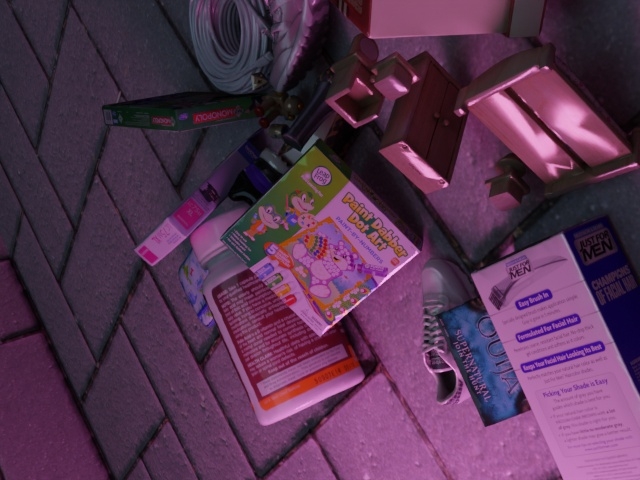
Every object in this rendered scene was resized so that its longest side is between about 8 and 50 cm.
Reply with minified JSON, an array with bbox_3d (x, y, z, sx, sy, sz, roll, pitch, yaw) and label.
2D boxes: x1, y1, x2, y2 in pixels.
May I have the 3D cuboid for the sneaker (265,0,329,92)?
[{"bbox_3d":[-0.048,-0.394,1.380,0.115,0.105,0.281,23,113,16],"label":"sneaker"}]

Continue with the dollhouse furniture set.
[{"bbox_3d":[0.240,-0.213,1.026,0.303,0.174,0.355,37,144,-27],"label":"dollhouse furniture set"}]

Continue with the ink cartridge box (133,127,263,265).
[{"bbox_3d":[-0.228,-0.090,1.624,0.065,0.311,0.186,44,144,-10],"label":"ink cartridge box"}]

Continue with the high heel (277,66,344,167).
[{"bbox_3d":[0.008,-0.205,1.453,0.093,0.186,0.261,34,168,8],"label":"high heel"}]

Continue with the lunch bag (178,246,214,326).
[{"bbox_3d":[-0.238,0.090,1.854,0.176,0.090,0.219,60,143,12],"label":"lunch bag"}]

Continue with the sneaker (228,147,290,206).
[{"bbox_3d":[-0.055,-0.013,1.466,0.293,0.146,0.102,49,168,-1],"label":"sneaker"}]

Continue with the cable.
[{"bbox_3d":[-0.156,-0.410,1.546,0.257,0.089,0.257,-32,78,53],"label":"cable"}]

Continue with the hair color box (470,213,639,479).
[{"bbox_3d":[0.360,0.157,1.089,0.185,0.110,0.339,-33,79,54],"label":"hair color box"}]

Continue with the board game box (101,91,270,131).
[{"bbox_3d":[-0.281,-0.268,1.659,0.317,0.213,0.046,14,114,50],"label":"board game box"}]

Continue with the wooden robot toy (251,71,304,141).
[{"bbox_3d":[-0.064,-0.233,1.471,0.079,0.076,0.173,9,138,36],"label":"wooden robot toy"}]

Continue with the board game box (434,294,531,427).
[{"bbox_3d":[0.269,0.173,1.225,0.126,0.026,0.186,-27,81,18],"label":"board game box"}]

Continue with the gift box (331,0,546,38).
[{"bbox_3d":[0.151,-0.406,1.002,0.276,0.258,0.255,-111,21,-52],"label":"gift box"}]

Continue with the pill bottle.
[{"bbox_3d":[-0.092,0.135,1.567,0.224,0.224,0.392,-37,74,52],"label":"pill bottle"}]

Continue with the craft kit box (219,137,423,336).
[{"bbox_3d":[0.000,0.000,1.369,0.250,0.061,0.246,44,111,-7],"label":"craft kit box"}]

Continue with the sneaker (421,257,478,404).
[{"bbox_3d":[0.202,0.145,1.299,0.090,0.095,0.235,-17,89,55],"label":"sneaker"}]
